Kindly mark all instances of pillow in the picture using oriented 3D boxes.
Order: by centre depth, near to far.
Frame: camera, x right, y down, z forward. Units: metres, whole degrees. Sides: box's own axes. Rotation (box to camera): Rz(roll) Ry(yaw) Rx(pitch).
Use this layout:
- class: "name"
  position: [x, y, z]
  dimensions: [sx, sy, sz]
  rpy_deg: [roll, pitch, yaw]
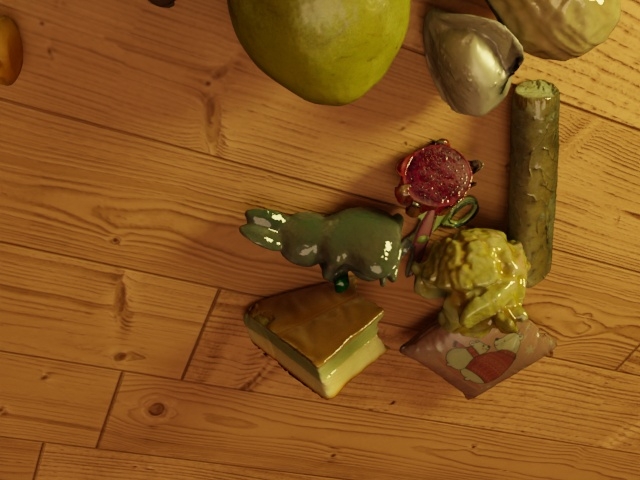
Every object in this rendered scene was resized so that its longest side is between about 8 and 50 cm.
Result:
- class: "pillow"
  position: [0.296, 0.195, 1.298]
  dimensions: [0.223, 0.084, 0.236]
  rpy_deg: [-39, 119, 19]

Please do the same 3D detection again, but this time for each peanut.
- class: "peanut"
  position: [0.236, -0.348, 0.808]
  dimensions: [0.152, 0.152, 0.313]
  rpy_deg: [-40, 117, 22]

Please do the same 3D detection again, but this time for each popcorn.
- class: "popcorn"
  position: [0.256, 0.073, 1.116]
  dimensions: [0.167, 0.185, 0.187]
  rpy_deg: [-27, 94, -15]

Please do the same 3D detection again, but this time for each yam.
- class: "yam"
  position: [0.333, -0.073, 1.094]
  dimensions: [0.083, 0.083, 0.371]
  rpy_deg: [-13, 130, 2]

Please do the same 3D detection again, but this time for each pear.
- class: "pear"
  position: [-0.002, -0.282, 0.787]
  dimensions: [0.212, 0.212, 0.269]
  rpy_deg: [-17, 125, 5]

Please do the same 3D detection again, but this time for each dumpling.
- class: "dumpling"
  position: [0.191, -0.239, 0.903]
  dimensions: [0.092, 0.176, 0.150]
  rpy_deg: [-39, 92, 6]

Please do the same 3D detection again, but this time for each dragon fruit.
- class: "dragon fruit"
  position: [0.169, -0.091, 1.051]
  dimensions: [0.112, 0.068, 0.126]
  rpy_deg: [40, 79, 7]

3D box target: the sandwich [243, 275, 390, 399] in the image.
- class: "sandwich"
  position: [-0.003, 0.144, 1.203]
  dimensions: [0.186, 0.220, 0.108]
  rpy_deg: [-37, 132, -27]

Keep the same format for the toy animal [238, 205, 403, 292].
- class: "toy animal"
  position: [0.000, -0.002, 1.091]
  dimensions: [0.251, 0.127, 0.125]
  rpy_deg: [14, 139, -2]

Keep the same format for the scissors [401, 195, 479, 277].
- class: "scissors"
  position: [0.171, -0.010, 1.153]
  dimensions: [0.133, 0.020, 0.187]
  rpy_deg: [14, 125, -25]

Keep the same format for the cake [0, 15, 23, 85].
- class: "cake"
  position: [-0.395, -0.232, 0.845]
  dimensions: [0.044, 0.084, 0.084]
  rpy_deg: [3, 129, -4]

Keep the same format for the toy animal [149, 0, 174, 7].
- class: "toy animal"
  position: [-0.214, -0.354, 0.766]
  dimensions: [0.186, 0.094, 0.214]
  rpy_deg: [-13, 132, 6]
